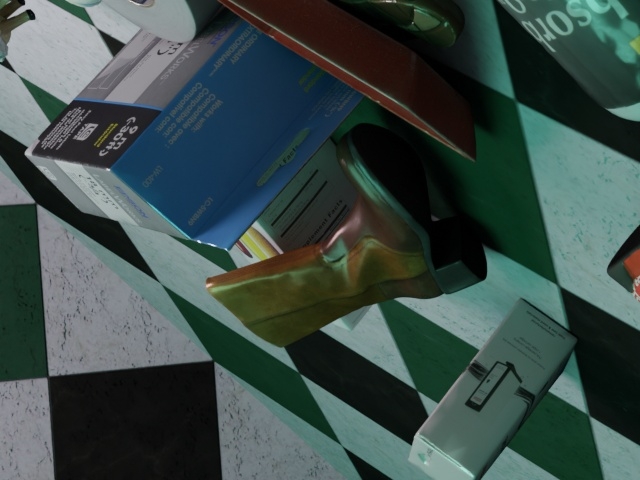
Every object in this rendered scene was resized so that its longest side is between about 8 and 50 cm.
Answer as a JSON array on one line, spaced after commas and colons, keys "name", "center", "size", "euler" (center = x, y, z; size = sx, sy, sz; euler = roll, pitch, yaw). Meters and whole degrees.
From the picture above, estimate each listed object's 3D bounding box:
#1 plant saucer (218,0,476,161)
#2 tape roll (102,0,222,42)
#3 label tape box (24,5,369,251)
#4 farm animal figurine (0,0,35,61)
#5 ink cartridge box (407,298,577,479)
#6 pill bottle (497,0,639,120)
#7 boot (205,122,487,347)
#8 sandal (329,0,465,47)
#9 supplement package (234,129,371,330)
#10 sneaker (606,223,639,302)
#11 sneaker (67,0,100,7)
[{"name": "plant saucer", "center": [0.017, -0.172, 1.420], "size": [0.258, 0.048, 0.259], "euler": [33, -176, 19]}, {"name": "tape roll", "center": [-0.188, -0.298, 1.606], "size": [0.219, 0.072, 0.219], "euler": [35, 164, 11]}, {"name": "label tape box", "center": [-0.129, -0.128, 1.639], "size": [0.106, 0.240, 0.333], "euler": [49, 161, -27]}, {"name": "farm animal figurine", "center": [-0.504, -0.363, 1.821], "size": [0.330, 0.172, 0.327], "euler": [62, -172, 19]}, {"name": "ink cartridge box", "center": [0.197, 0.186, 1.851], "size": [0.086, 0.203, 0.148], "euler": [36, 165, 12]}, {"name": "pill bottle", "center": [0.186, -0.172, 0.935], "size": [0.278, 0.162, 0.162], "euler": [43, 164, -13]}, {"name": "boot", "center": [0.000, 0.000, 1.729], "size": [0.280, 0.096, 0.264], "euler": [-18, 145, 25]}, {"name": "sandal", "center": [0.056, -0.207, 1.315], "size": [0.090, 0.060, 0.219], "euler": [31, 177, -25]}, {"name": "supplement package", "center": [-0.027, -0.031, 1.876], "size": [0.139, 0.134, 0.244], "euler": [18, 155, 51]}, {"name": "sneaker", "center": [0.335, 0.026, 1.300], "size": [0.145, 0.090, 0.270], "euler": [37, 168, 2]}, {"name": "sneaker", "center": [-0.319, -0.344, 1.743], "size": [0.237, 0.085, 0.086], "euler": [31, 130, -19]}]
